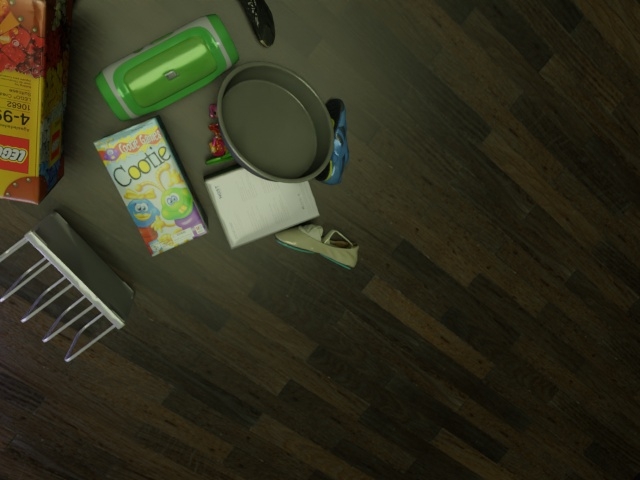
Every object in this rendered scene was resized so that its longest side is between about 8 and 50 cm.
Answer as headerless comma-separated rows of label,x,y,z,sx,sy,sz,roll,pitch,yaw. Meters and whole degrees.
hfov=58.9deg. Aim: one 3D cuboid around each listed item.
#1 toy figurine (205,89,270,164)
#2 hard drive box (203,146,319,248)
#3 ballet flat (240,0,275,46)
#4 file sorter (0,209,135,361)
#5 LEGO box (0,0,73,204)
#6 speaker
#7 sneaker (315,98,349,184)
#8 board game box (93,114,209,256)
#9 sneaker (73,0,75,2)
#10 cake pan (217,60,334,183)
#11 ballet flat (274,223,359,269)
toy figurine,-0.209,-0.275,1.328,0.173,0.130,0.159,-13,94,16
hard drive box,-0.143,-0.108,1.381,0.232,0.089,0.181,-20,108,-7
ballet flat,-0.151,-0.528,1.297,0.057,0.049,0.173,-40,118,-35
file sorter,-0.590,0.107,1.286,0.173,0.193,0.277,-38,109,2
LEGO box,-0.735,-0.306,1.016,0.501,0.193,0.372,9,114,-12
speaker,-0.334,-0.378,1.246,0.297,0.131,0.131,-30,109,-4
sneaker,0.037,-0.242,1.407,0.082,0.069,0.209,3,97,-47
board game box,-0.377,-0.128,1.294,0.142,0.144,0.275,-23,108,-5
sneaker,-0.529,-0.563,1.190,0.059,0.053,0.144,26,97,-16
cake pan,-0.104,-0.258,1.274,0.293,0.054,0.293,12,68,-31
ballet flat,0.000,0.000,1.435,0.249,0.086,0.086,21,100,-34
